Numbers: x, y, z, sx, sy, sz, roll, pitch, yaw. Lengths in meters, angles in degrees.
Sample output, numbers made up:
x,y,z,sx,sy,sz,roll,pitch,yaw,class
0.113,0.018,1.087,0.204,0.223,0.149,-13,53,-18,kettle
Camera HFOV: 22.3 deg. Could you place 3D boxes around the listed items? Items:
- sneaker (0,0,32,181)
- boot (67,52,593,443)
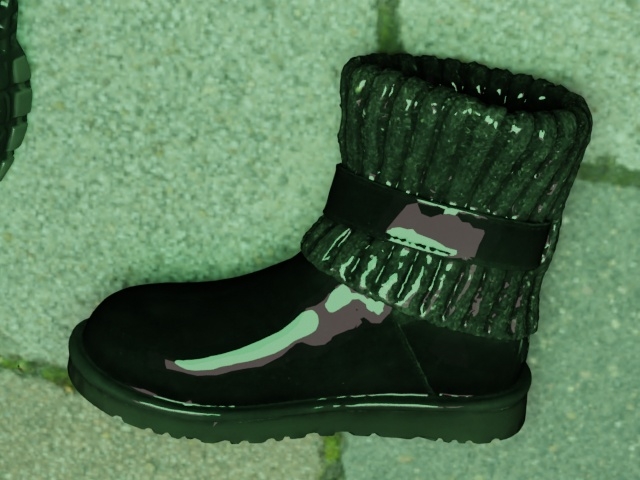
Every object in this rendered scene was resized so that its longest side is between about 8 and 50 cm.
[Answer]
x,y,z,sx,sy,sz,roll,pitch,yaw,class
-0.264,-0.142,1.132,0.106,0.101,0.267,20,114,22,sneaker
0.001,-0.002,1.118,0.348,0.131,0.260,1,118,-6,boot
